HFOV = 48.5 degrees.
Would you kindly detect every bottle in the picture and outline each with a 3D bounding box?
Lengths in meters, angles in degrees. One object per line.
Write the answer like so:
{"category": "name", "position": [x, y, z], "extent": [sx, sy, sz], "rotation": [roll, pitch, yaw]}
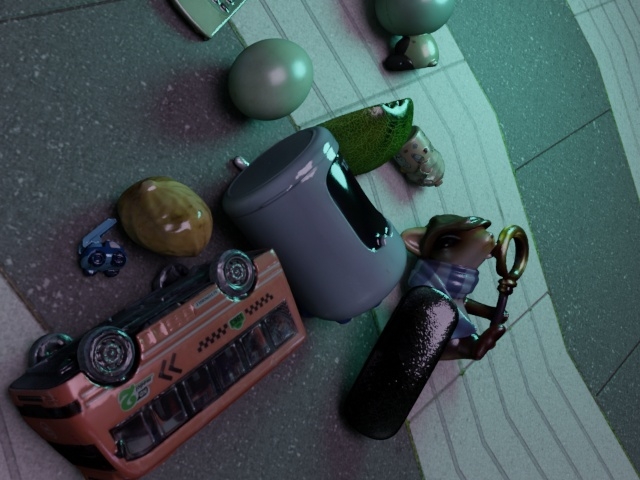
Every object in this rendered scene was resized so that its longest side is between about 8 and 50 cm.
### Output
{"category": "bottle", "position": [0.232, -0.182, 1.642], "extent": [0.152, 0.099, 0.099], "rotation": [50, 53, -23]}

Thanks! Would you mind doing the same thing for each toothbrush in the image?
{"category": "toothbrush", "position": [-0.063, -0.071, 1.414], "extent": [0.288, 0.026, 0.024], "rotation": [42, 58, -23]}

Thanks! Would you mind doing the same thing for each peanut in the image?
{"category": "peanut", "position": [-0.254, -0.036, 1.184], "extent": [0.159, 0.109, 0.140], "rotation": [44, 57, 12]}

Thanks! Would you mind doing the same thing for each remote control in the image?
{"category": "remote control", "position": [-0.191, -0.521, 1.416], "extent": [0.123, 0.038, 0.285], "rotation": [47, 54, -21]}

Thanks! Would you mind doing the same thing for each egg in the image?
{"category": "egg", "position": [-0.094, -0.311, 1.368], "extent": [0.149, 0.149, 0.192], "rotation": [54, 48, -15]}

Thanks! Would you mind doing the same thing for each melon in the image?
{"category": "melon", "position": [0.115, -0.218, 1.505], "extent": [0.265, 0.169, 0.129], "rotation": [-20, 93, -39]}

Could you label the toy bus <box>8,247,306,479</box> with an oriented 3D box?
{"category": "toy bus", "position": [-0.232, 0.180, 1.098], "extent": [0.427, 0.203, 0.233], "rotation": [-35, 106, -42]}

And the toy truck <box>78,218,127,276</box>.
{"category": "toy truck", "position": [-0.349, 0.009, 1.143], "extent": [0.073, 0.056, 0.090], "rotation": [5, 63, -32]}

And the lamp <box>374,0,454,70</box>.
{"category": "lamp", "position": [0.223, -0.530, 1.680], "extent": [0.197, 0.197, 0.244], "rotation": [-19, 114, -41]}

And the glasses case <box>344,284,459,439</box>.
{"category": "glasses case", "position": [0.159, 0.240, 1.406], "extent": [0.122, 0.082, 0.321], "rotation": [30, 86, 0]}

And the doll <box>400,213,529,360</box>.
{"category": "doll", "position": [0.303, 0.106, 1.547], "extent": [0.317, 0.209, 0.340], "rotation": [11, 75, -30]}

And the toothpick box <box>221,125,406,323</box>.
{"category": "toothpick box", "position": [0.000, 0.000, 1.319], "extent": [0.355, 0.263, 0.263], "rotation": [52, 52, -21]}
